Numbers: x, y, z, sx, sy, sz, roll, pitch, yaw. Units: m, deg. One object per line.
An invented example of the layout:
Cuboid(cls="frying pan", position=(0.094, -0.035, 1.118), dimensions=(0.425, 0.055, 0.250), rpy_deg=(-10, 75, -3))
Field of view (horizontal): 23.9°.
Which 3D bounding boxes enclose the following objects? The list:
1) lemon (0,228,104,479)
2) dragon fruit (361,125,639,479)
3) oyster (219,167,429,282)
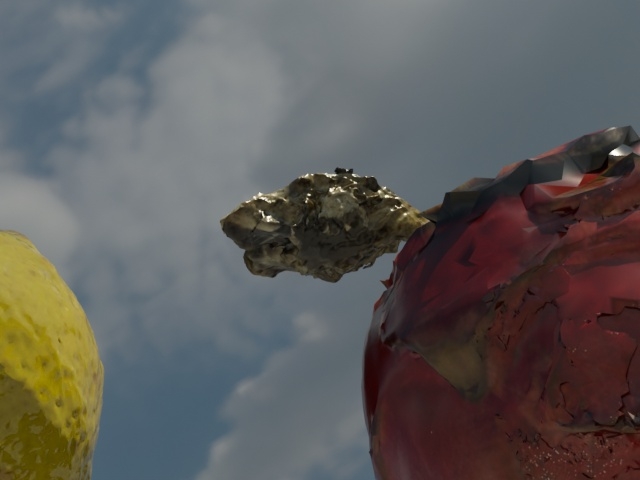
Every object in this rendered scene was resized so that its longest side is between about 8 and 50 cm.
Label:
Cuboid(cls="lemon", position=(-0.375, 0.160, 1.466), dimensions=(0.350, 0.350, 0.387), rpy_deg=(-29, -71, -10))
Cuboid(cls="dragon fruit", position=(0.176, 0.085, 0.784), dimensions=(0.295, 0.301, 0.295), rpy_deg=(-37, -19, -16))
Cuboid(cls="oyster", position=(0.008, -0.003, 1.114), dimensions=(0.148, 0.051, 0.103), rpy_deg=(-18, -44, -1))
